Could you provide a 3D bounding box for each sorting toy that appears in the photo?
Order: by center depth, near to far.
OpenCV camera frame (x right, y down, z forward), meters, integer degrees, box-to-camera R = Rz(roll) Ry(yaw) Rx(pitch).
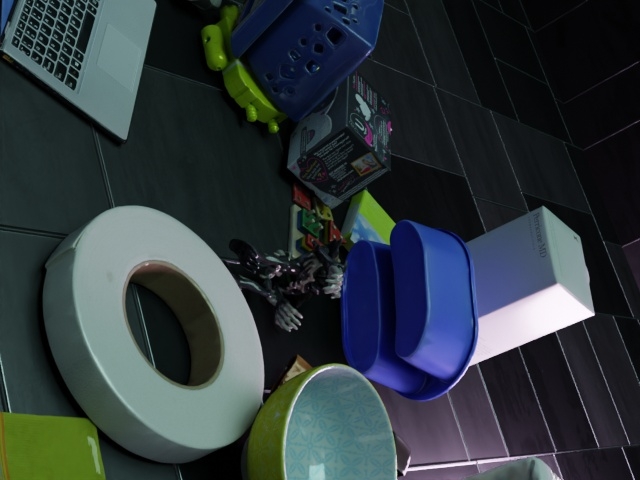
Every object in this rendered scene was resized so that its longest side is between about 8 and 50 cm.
[{"bbox_3d":[0.000,0.000,2.112,0.132,0.046,0.275,37,38,-34],"label":"sorting toy"}]

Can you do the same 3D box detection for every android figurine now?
[{"bbox_3d":[-0.133,-0.336,2.182,0.248,0.056,0.273,22,46,-48],"label":"android figurine"}]

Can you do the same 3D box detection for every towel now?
[{"bbox_3d":[-0.368,0.264,1.381,0.237,0.021,0.102,16,53,-50],"label":"towel"}]

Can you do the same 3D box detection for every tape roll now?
[{"bbox_3d":[-0.237,0.134,1.621,0.392,0.072,0.392,37,37,-35],"label":"tape roll"}]

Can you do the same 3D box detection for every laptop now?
[{"bbox_3d":[-0.367,-0.445,1.755,0.408,0.236,0.382,38,38,-33],"label":"laptop"}]

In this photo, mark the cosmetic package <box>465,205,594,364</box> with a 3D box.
[{"bbox_3d":[0.347,0.108,2.220,0.155,0.365,0.197,34,39,-38],"label":"cosmetic package"}]

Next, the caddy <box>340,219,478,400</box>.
[{"bbox_3d":[0.175,0.128,2.068,0.179,0.241,0.341,22,56,-38],"label":"caddy"}]

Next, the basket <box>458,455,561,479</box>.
[{"bbox_3d":[0.299,0.583,1.810,0.266,0.328,0.331,39,37,-39],"label":"basket"}]

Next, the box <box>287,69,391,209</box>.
[{"bbox_3d":[0.037,-0.213,2.213,0.142,0.163,0.247,44,29,-26],"label":"box"}]

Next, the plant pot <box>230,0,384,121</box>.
[{"bbox_3d":[-0.034,-0.414,2.127,0.212,0.236,0.236,38,33,-18],"label":"plant pot"}]

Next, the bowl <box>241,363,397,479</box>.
[{"bbox_3d":[-0.025,0.337,1.661,0.289,0.156,0.290,21,63,-50],"label":"bowl"}]

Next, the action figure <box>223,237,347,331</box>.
[{"bbox_3d":[-0.042,0.073,1.891,0.275,0.164,0.141,8,39,-42],"label":"action figure"}]

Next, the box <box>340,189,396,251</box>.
[{"bbox_3d":[0.096,-0.012,2.266,0.109,0.042,0.178,47,33,-20],"label":"box"}]

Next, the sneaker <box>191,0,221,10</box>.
[{"bbox_3d":[-0.250,-0.570,2.181,0.108,0.100,0.272,38,39,-56],"label":"sneaker"}]

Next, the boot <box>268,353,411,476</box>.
[{"bbox_3d":[0.018,0.359,1.807,0.280,0.096,0.264,41,48,-20],"label":"boot"}]
